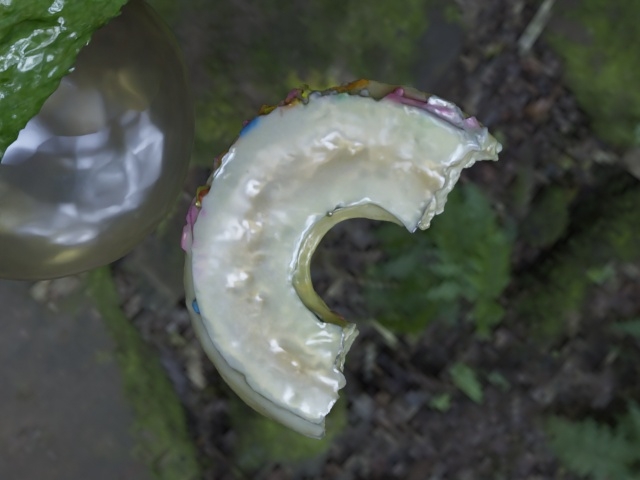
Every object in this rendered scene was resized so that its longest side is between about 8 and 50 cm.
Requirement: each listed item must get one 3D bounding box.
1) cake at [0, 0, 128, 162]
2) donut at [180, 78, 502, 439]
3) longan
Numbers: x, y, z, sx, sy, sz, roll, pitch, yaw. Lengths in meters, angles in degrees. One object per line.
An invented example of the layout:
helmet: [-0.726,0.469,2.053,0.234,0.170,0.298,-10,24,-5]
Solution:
cake: [-0.177,-0.071,0.512,0.283,0.158,0.172,-47,153,13]
donut: [-0.002,-0.005,0.815,0.166,0.108,0.065,-60,172,11]
longan: [-0.220,-0.093,1.332,0.258,0.258,0.258,-28,140,-28]
